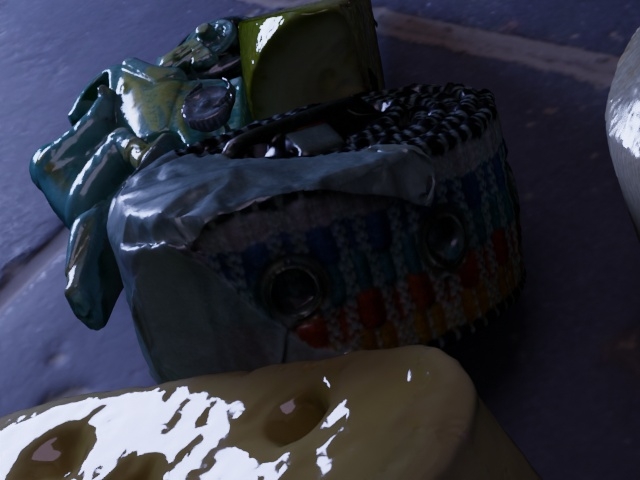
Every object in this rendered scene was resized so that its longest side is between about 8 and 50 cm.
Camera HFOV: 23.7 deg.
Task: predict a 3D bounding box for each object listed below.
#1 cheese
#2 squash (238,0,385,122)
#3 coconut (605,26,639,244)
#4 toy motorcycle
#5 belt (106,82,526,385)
[{"bbox_3d":[-0.108,0.190,0.770,0.384,0.104,0.384,-27,29,17],"label":"cheese"},{"bbox_3d":[-0.010,-0.163,1.095,0.093,0.169,0.252,-12,43,7],"label":"squash"},{"bbox_3d":[0.277,-0.058,0.779,0.245,0.247,0.245,-15,40,12],"label":"coconut"},{"bbox_3d":[-0.126,-0.059,1.101,0.198,0.109,0.296,-19,39,12],"label":"toy motorcycle"},{"bbox_3d":[0.000,0.000,0.893,0.258,0.150,0.207,-23,18,-30],"label":"belt"}]
